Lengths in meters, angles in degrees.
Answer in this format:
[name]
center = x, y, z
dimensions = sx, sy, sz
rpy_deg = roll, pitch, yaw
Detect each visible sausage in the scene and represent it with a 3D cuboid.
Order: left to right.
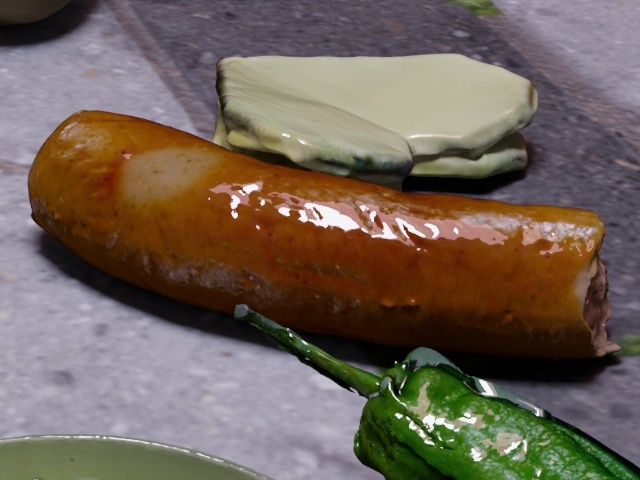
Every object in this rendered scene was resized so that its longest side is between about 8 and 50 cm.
[sausage]
center = -0.002, 0.001, 0.937
dimensions = 0.302, 0.076, 0.103
rpy_deg = 12, 20, 9

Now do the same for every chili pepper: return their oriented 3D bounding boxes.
[chili pepper]
center = 0.071, 0.112, 0.744
dimensions = 0.122, 0.065, 0.279
rpy_deg = -2, 31, -28

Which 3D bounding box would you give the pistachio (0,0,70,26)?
[pistachio]
center = -0.198, -0.197, 1.236
dimensions = 0.124, 0.124, 0.185
rpy_deg = 11, 25, 10

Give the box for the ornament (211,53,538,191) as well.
[ornament]
center = 0.007, -0.071, 1.109
dimensions = 0.180, 0.059, 0.201
rpy_deg = 27, 31, 37

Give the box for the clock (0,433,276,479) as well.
[clock]
center = -0.085, 0.143, 0.693
dimensions = 0.235, 0.029, 0.235
rpy_deg = 4, 27, -2
